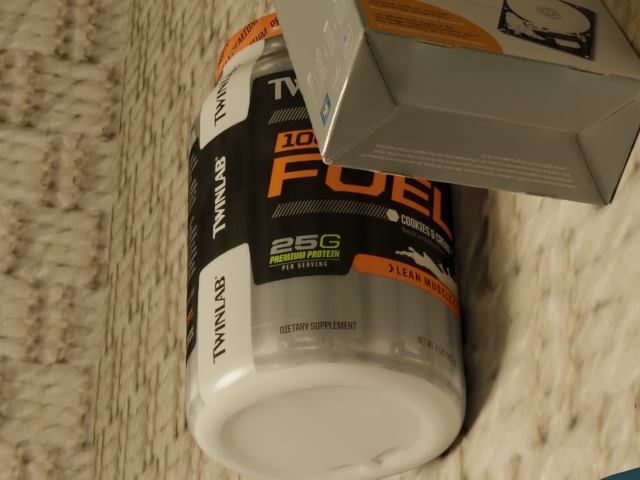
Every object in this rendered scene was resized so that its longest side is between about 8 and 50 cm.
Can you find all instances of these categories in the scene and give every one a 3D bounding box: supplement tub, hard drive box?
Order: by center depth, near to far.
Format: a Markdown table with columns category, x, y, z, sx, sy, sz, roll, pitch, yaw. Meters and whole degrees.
| category | x | y | z | sx | sy | sz | roll | pitch | yaw |
| --- | --- | --- | --- | --- | --- | --- | --- | --- | --- |
| hard drive box | 0.078 | -0.127 | 1.141 | 0.232 | 0.181 | 0.089 | -108 | 30 | -56 |
| supplement tub | 0.000 | 0.000 | 1.327 | 0.193 | 0.193 | 0.316 | 120 | 153 | -53 |

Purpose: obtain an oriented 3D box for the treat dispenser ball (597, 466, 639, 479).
| category | x | y | z | sx | sy | sz | roll | pitch | yaw |
| --- | --- | --- | --- | --- | --- | --- | --- | --- | --- |
| treat dispenser ball | 0.137 | 0.207 | 0.553 | 0.288 | 0.288 | 0.288 | -172 | 90 | -74 |
